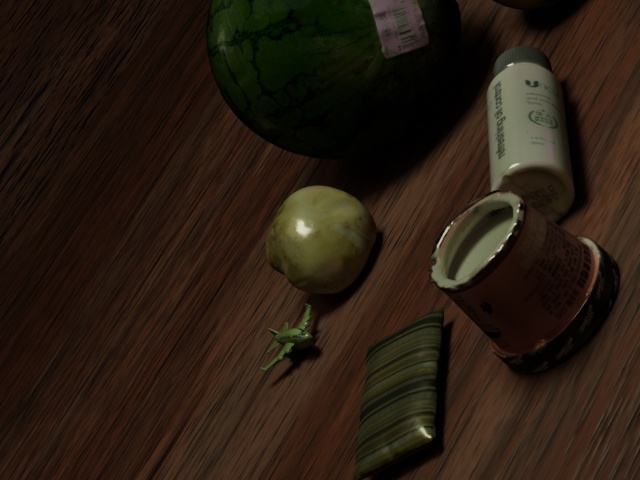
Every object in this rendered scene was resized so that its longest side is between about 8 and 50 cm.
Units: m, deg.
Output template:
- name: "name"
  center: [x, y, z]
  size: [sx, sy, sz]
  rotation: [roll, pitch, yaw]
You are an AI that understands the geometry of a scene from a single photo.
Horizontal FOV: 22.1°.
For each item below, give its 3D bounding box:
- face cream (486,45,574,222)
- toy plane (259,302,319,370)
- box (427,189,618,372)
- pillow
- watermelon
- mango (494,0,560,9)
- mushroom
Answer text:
- name: "face cream"
  center: [0.235, -0.135, 1.858]
  size: [0.092, 0.092, 0.311]
  rotation: [-39, 24, 27]
- name: "toy plane"
  center: [-0.033, 0.122, 2.028]
  size: [0.102, 0.040, 0.111]
  rotation: [-59, 24, -15]
- name: "box"
  center: [0.192, 0.034, 1.612]
  size: [0.151, 0.135, 0.151]
  rotation: [-42, 23, 23]
- name: "pillow"
  center: [0.086, 0.163, 1.740]
  size: [0.113, 0.038, 0.203]
  rotation: [-33, 28, 30]
- name: "watermelon"
  center: [0.014, -0.275, 2.175]
  size: [0.363, 0.363, 0.363]
  rotation: [-41, 24, 22]
- name: "mango"
  center: [0.269, -0.424, 2.135]
  size: [0.175, 0.176, 0.329]
  rotation: [-19, 29, 24]
- name: "mushroom"
  center: [0.000, 0.000, 2.061]
  size: [0.148, 0.148, 0.112]
  rotation: [-60, -16, -21]
